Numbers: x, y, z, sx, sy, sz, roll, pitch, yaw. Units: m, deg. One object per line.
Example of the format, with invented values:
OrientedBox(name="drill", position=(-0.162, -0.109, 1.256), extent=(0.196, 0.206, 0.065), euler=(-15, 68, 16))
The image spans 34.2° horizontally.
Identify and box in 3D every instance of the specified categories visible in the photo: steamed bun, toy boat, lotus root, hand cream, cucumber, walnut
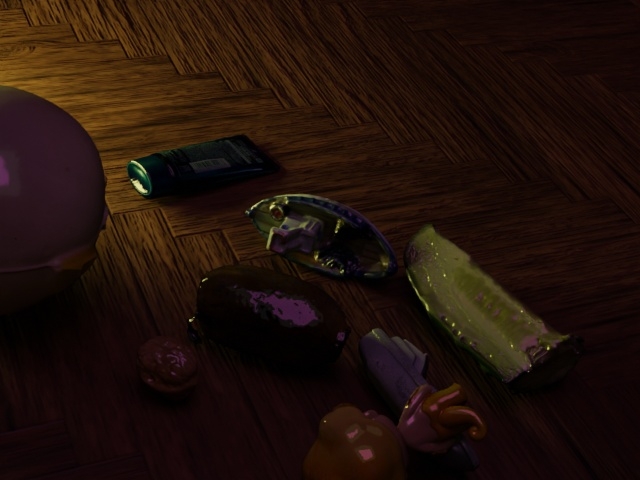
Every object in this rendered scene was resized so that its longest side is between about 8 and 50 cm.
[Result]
OrientedBox(name="steamed bun", position=(-0.473, -0.059, 1.493), extent=(0.334, 0.334, 0.374), euler=(4, 38, -7))
OrientedBox(name="toy boat", position=(0.000, 0.000, 1.664), extent=(0.262, 0.114, 0.115), euler=(16, 26, 3))
OrientedBox(name="lotus root", position=(-0.072, 0.109, 1.512), extent=(0.241, 0.124, 0.123), euler=(16, 49, 9))
OrientedBox(name="toy boat", position=(0.143, 0.222, 1.452), extent=(0.085, 0.078, 0.260), euler=(-24, 47, -16))
OrientedBox(name="hand cream", position=(-0.207, -0.136, 1.849), extent=(0.270, 0.061, 0.120), euler=(-19, 47, -37))
OrientedBox(name="cucumber", position=(0.242, 0.108, 1.601), extent=(0.145, 0.105, 0.325), euler=(-37, 53, -10))
OrientedBox(name="walnut", position=(-0.208, 0.175, 1.437), extent=(0.096, 0.079, 0.082), euler=(29, 44, 22))

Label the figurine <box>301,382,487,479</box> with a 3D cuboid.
OrientedBox(name="figurine", position=(0.085, 0.265, 1.327), extent=(0.246, 0.131, 0.156), euler=(-29, 93, -10))
